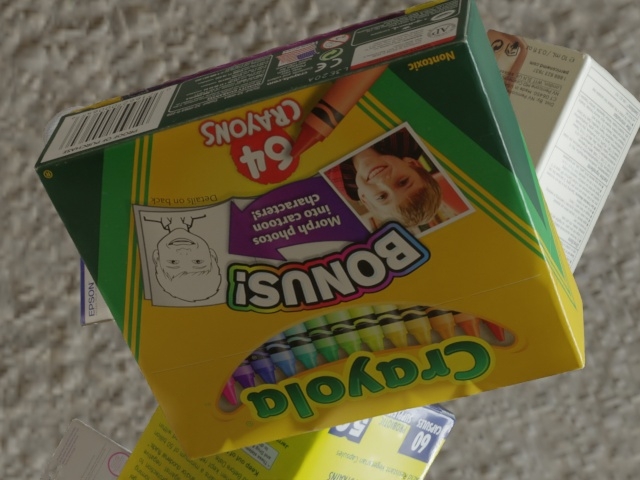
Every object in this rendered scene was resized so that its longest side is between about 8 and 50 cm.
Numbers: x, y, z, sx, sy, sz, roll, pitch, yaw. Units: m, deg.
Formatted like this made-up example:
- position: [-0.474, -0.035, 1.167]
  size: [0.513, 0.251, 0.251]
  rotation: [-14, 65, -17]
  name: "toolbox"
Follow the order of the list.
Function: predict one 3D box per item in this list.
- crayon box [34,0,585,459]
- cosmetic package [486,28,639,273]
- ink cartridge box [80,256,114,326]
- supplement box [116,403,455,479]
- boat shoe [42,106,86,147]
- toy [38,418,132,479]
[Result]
- position: [0.000, 0.000, 1.298]
  size: [0.363, 0.106, 0.313]
  rotation: [-15, 118, 17]
  name: "crayon box"
- position: [0.189, -0.041, 1.579]
  size: [0.153, 0.129, 0.296]
  rotation: [31, 82, -51]
  name: "cosmetic package"
- position: [-0.115, -0.010, 1.634]
  size: [0.332, 0.165, 0.065]
  rotation: [-12, 164, 35]
  name: "ink cartridge box"
- position: [-0.064, 0.264, 1.549]
  size: [0.194, 0.195, 0.356]
  rotation: [26, 94, -49]
  name: "supplement box"
- position: [-0.223, -0.015, 1.905]
  size: [0.121, 0.335, 0.119]
  rotation: [-28, 159, -1]
  name: "boat shoe"
- position: [-0.201, 0.312, 1.752]
  size: [0.237, 0.056, 0.137]
  rotation: [31, 95, 6]
  name: "toy"
